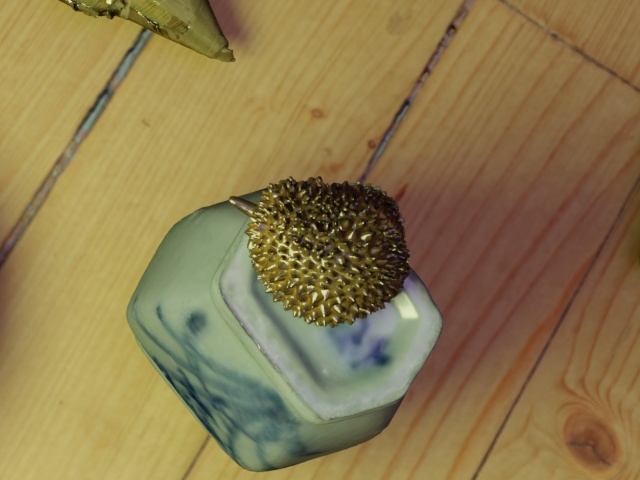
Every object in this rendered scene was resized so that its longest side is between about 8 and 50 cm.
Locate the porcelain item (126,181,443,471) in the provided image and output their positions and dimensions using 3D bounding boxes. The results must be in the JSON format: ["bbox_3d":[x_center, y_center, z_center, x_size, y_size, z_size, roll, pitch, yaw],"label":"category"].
[{"bbox_3d":[-0.040,0.076,1.345,0.178,0.405,0.242,-38,92,-15],"label":"porcelain item"}]

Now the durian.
[{"bbox_3d":[0.001,-0.003,1.123,0.140,0.071,0.110,26,75,-4],"label":"durian"}]

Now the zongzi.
[{"bbox_3d":[-0.143,-0.281,1.528,0.197,0.099,0.194,22,84,-7],"label":"zongzi"}]
